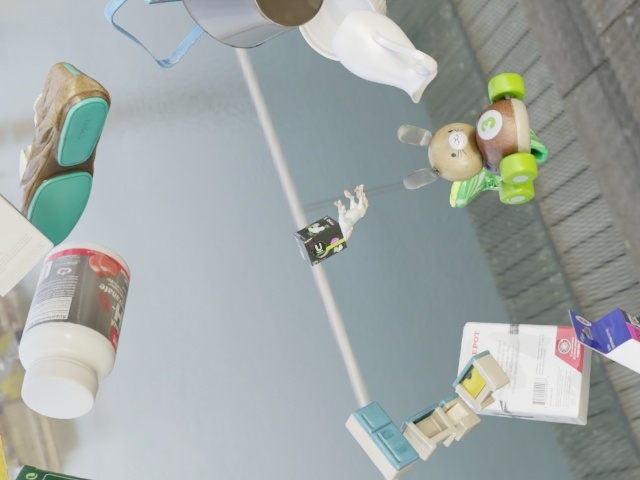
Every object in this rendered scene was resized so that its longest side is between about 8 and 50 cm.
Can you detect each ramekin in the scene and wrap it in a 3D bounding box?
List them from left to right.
[{"bbox_3d":[0.059,-0.538,2.203,0.207,0.109,0.207,15,133,17],"label":"ramekin"}]

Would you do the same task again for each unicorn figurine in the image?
[{"bbox_3d":[0.066,-0.058,2.299,0.060,0.162,0.111,33,150,46],"label":"unicorn figurine"}]

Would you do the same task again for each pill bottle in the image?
[{"bbox_3d":[-0.469,0.169,1.778,0.176,0.176,0.319,99,174,-45],"label":"pill bottle"}]

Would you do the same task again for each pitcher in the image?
[{"bbox_3d":[0.130,-0.367,1.812,0.207,0.125,0.178,33,172,1],"label":"pitcher"}]

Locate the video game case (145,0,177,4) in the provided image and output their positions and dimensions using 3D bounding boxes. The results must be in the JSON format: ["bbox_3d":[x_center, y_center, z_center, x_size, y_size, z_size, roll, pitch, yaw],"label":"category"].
[{"bbox_3d":[-0.317,-0.600,2.065,0.015,0.119,0.166,41,125,17],"label":"video game case"}]

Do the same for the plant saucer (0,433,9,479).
[{"bbox_3d":[-0.604,0.242,1.302,0.081,0.332,0.333,19,-129,-61],"label":"plant saucer"}]

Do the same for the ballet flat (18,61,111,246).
[{"bbox_3d":[-0.414,-0.137,1.455,0.124,0.116,0.342,53,138,25],"label":"ballet flat"}]

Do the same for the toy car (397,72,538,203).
[{"bbox_3d":[0.209,-0.137,1.361,0.149,0.188,0.155,65,-161,-69],"label":"toy car"}]

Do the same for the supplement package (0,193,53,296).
[{"bbox_3d":[-0.487,-0.026,1.325,0.179,0.105,0.105,49,169,-32],"label":"supplement package"}]

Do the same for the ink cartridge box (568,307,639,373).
[{"bbox_3d":[0.675,0.232,1.849,0.176,0.370,0.069,-61,-4,-72],"label":"ink cartridge box"}]

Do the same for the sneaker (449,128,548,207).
[{"bbox_3d":[0.411,-0.164,2.138,0.123,0.295,0.109,41,152,26],"label":"sneaker"}]

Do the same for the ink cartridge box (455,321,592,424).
[{"bbox_3d":[0.456,0.295,2.094,0.114,0.272,0.197,41,-125,-58],"label":"ink cartridge box"}]

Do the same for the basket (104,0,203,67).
[{"bbox_3d":[-0.266,-0.488,1.838,0.201,0.289,0.255,51,-174,19],"label":"basket"}]

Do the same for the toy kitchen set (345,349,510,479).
[{"bbox_3d":[0.175,0.262,1.524,0.122,0.207,0.166,49,137,25],"label":"toy kitchen set"}]

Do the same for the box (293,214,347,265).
[{"bbox_3d":[0.000,0.000,1.851,0.052,0.083,0.062,38,153,57],"label":"box"}]

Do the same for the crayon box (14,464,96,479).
[{"bbox_3d":[-0.325,0.472,1.264,0.083,0.203,0.323,-79,0,-64],"label":"crayon box"}]

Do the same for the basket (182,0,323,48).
[{"bbox_3d":[-0.098,-0.395,1.479,0.204,0.154,0.227,40,169,-29],"label":"basket"}]
